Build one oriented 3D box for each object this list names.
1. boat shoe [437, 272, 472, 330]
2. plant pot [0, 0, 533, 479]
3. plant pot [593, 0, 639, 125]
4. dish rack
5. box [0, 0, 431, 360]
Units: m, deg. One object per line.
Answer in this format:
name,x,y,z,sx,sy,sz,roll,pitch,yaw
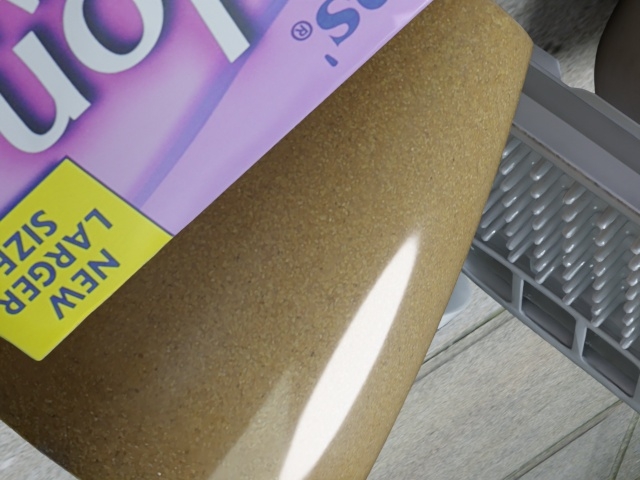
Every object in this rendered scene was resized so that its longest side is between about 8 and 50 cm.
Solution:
boat shoe,0.026,0.068,1.081,0.219,0.078,0.070,-12,146,-48
plant pot,-0.025,-0.022,0.689,0.254,0.237,0.237,-55,155,4
plant pot,0.316,-0.132,0.876,0.323,0.323,0.280,-21,171,-33
dish rack,0.181,0.005,0.936,0.072,0.285,0.333,-47,159,-9
box,-0.089,-0.127,0.351,0.213,0.117,0.243,-41,128,12
